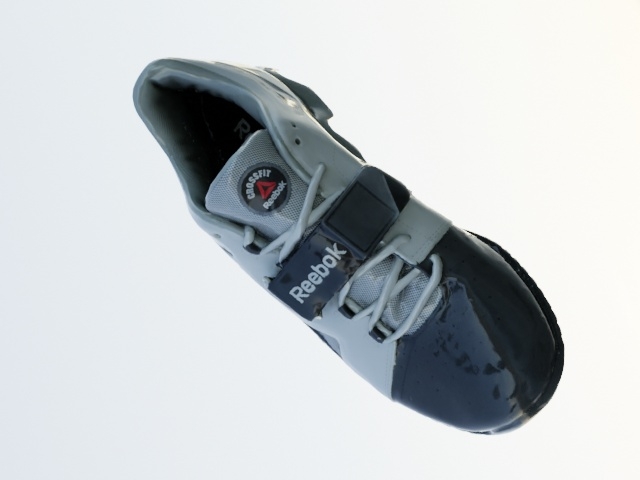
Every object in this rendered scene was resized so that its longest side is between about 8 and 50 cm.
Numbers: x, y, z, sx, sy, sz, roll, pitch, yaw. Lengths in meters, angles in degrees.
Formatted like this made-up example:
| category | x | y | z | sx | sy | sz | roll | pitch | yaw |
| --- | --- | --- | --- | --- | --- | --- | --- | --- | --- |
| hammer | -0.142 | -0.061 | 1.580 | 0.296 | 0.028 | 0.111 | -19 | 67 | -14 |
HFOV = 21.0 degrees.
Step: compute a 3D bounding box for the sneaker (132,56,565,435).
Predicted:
| category | x | y | z | sx | sy | sz | roll | pitch | yaw |
| --- | --- | --- | --- | --- | --- | --- | --- | --- | --- |
| sneaker | 0.000 | 0.000 | 1.053 | 0.330 | 0.122 | 0.146 | 41 | -167 | 28 |
